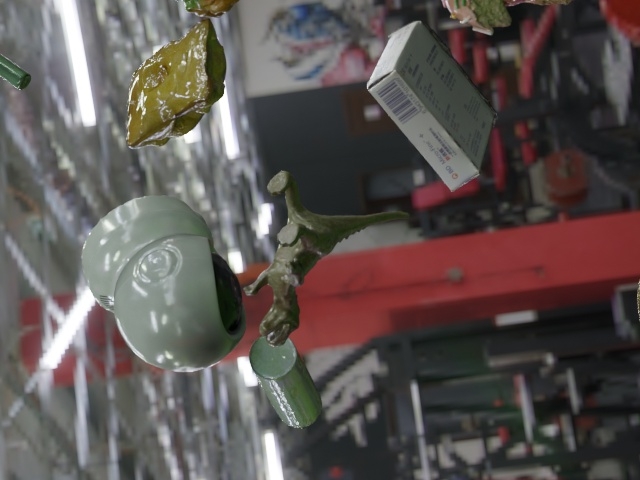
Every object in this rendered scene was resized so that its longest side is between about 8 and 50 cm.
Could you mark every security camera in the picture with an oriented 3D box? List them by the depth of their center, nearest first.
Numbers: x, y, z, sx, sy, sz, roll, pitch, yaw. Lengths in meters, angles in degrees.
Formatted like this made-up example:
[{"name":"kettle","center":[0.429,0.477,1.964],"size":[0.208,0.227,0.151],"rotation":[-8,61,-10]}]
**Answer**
[{"name":"security camera","center":[-0.204,0.074,1.950],"size":[0.236,0.194,0.194],"rotation":[53,162,43]}]

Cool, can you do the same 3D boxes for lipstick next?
[{"name":"lipstick","center":[-0.050,0.212,2.123],"size":[0.304,0.076,0.076],"rotation":[69,-167,-69]}]

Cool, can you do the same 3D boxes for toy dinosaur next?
[{"name":"toy dinosaur","center":[-0.004,-0.001,1.721],"size":[0.251,0.072,0.200],"rotation":[-57,-33,-23]}]

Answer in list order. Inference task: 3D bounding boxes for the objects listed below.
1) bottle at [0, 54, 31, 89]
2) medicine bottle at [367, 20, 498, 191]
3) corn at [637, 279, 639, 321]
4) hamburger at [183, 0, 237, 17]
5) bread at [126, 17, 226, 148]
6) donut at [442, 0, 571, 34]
[{"name":"bottle","center":[-0.496,-0.270,2.251],"size":[0.030,0.083,0.030],"rotation":[-51,-14,-18]},{"name":"medicine bottle","center":[0.142,-0.172,1.752],"size":[0.171,0.052,0.201],"rotation":[48,-154,-13]},{"name":"corn","center":[0.470,0.126,1.942],"size":[0.068,0.068,0.207],"rotation":[-93,-12,-60]},{"name":"hamburger","center":[-0.158,-0.456,2.234],"size":[0.237,0.149,0.237],"rotation":[-54,18,26]},{"name":"bread","center":[-0.228,-0.241,2.291],"size":[0.088,0.233,0.161],"rotation":[30,-127,-36]},{"name":"donut","center":[0.183,-0.264,1.463],"size":[0.117,0.166,0.065],"rotation":[35,133,49]}]
